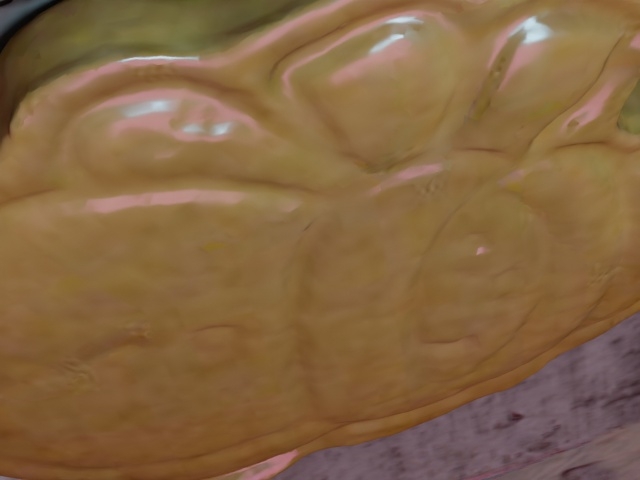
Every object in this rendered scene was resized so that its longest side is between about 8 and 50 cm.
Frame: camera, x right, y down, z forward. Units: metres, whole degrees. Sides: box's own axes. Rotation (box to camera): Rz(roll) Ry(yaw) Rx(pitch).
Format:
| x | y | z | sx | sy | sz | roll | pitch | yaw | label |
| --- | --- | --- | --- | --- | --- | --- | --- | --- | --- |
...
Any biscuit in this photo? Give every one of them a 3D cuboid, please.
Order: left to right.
| x | y | z | sx | sy | sz | roll | pitch | yaw | label |
| --- | --- | --- | --- | --- | --- | --- | --- | --- | --- |
| 0.000 | 0.000 | 0.731 | 0.351 | 0.057 | 0.312 | -18 | 151 | 2 | biscuit |
